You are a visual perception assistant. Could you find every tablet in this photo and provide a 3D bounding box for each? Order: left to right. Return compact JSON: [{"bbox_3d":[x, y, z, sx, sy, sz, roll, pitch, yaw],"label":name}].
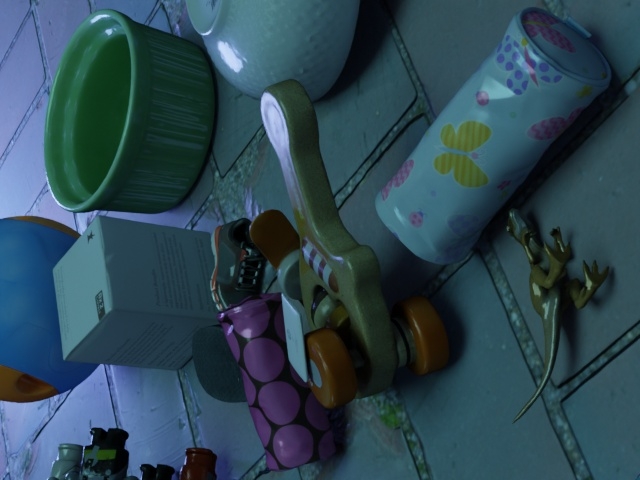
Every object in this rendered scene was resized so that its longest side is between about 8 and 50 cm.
[{"bbox_3d":[-0.027,0.101,1.306,0.054,0.006,0.083,-134,35,-58],"label":"tablet"}]

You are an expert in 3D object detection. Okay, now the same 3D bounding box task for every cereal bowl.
[{"bbox_3d":[-0.080,-0.336,1.558,0.339,0.141,0.339,177,90,-66],"label":"cereal bowl"}]

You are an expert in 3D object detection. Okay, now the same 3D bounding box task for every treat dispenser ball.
[{"bbox_3d":[-0.456,0.105,1.932,0.288,0.288,0.288,-17,69,52],"label":"treat dispenser ball"}]

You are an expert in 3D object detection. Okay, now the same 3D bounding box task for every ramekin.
[{"bbox_3d":[-0.285,-0.181,1.876,0.303,0.148,0.304,-18,68,52],"label":"ramekin"}]

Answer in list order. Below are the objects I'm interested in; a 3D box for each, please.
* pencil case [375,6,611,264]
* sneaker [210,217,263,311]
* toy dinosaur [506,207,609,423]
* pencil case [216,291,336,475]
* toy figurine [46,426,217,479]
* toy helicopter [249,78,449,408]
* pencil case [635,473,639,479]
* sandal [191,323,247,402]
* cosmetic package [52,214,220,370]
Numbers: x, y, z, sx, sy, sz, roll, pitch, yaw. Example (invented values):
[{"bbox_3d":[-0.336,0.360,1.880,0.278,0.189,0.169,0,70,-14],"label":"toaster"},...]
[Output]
[{"bbox_3d":[0.169,-0.098,1.246,0.113,0.124,0.273,47,126,15],"label":"pencil case"},{"bbox_3d":[-0.106,0.039,1.653,0.065,0.061,0.158,-33,58,37],"label":"sneaker"},{"bbox_3d":[0.222,0.058,1.195,0.112,0.064,0.212,121,153,-56],"label":"toy dinosaur"},{"bbox_3d":[-0.056,0.164,1.463,0.098,0.095,0.209,-2,104,68],"label":"pencil case"},{"bbox_3d":[-0.255,0.348,1.659,0.213,0.209,0.148,-26,51,51],"label":"toy figurine"},{"bbox_3d":[0.000,0.000,1.370,0.235,0.140,0.355,-172,65,-70],"label":"toy helicopter"},{"bbox_3d":[0.292,0.264,1.029,0.070,0.064,0.152,-5,77,38],"label":"pencil case"},{"bbox_3d":[-0.074,0.162,1.593,0.254,0.054,0.097,6,97,45],"label":"sandal"},{"bbox_3d":[-0.252,0.076,1.741,0.151,0.183,0.151,-44,48,41],"label":"cosmetic package"}]
